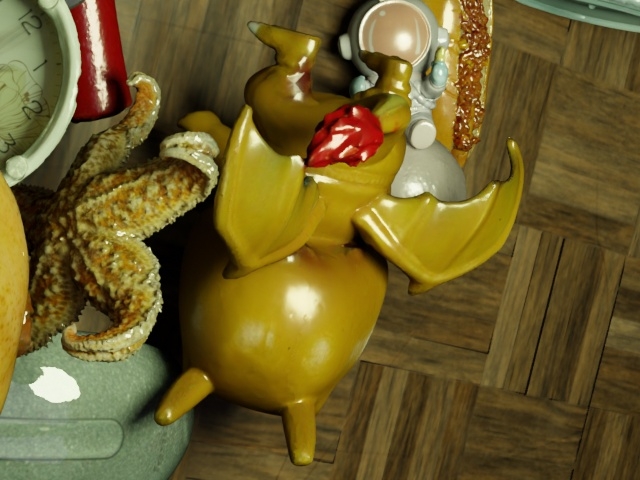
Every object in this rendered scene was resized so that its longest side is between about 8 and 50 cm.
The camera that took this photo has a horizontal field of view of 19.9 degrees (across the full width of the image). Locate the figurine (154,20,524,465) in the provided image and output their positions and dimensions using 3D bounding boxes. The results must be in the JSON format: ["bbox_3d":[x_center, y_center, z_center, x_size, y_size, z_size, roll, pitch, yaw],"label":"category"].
[{"bbox_3d":[-0.030,-0.005,1.781,0.401,0.268,0.387,1,110,-54],"label":"figurine"}]

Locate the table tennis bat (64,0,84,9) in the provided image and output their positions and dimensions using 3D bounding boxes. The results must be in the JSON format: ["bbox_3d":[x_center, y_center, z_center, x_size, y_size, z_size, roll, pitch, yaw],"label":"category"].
[{"bbox_3d":[-0.314,-0.300,1.644,0.274,0.021,0.154,19,97,-22],"label":"table tennis bat"}]

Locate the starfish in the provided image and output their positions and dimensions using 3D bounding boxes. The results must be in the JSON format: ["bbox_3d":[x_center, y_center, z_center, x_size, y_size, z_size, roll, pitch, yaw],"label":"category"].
[{"bbox_3d":[-0.225,-0.024,1.648,0.113,0.303,0.312,40,69,-51],"label":"starfish"}]

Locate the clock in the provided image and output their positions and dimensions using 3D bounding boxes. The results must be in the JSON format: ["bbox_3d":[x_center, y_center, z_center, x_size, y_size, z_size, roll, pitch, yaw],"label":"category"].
[{"bbox_3d":[-0.323,-0.150,1.630,0.053,0.236,0.236,22,83,-80],"label":"clock"}]

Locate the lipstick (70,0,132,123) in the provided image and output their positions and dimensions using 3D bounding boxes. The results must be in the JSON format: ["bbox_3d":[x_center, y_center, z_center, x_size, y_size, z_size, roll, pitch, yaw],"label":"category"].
[{"bbox_3d":[-0.233,-0.235,1.736,0.080,0.080,0.241,-18,109,-35],"label":"lipstick"}]

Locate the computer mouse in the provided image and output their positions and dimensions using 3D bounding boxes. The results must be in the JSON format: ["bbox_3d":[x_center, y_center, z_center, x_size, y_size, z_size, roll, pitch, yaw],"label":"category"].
[{"bbox_3d":[-0.269,0.179,1.765,0.374,0.114,0.203,-1,100,-37],"label":"computer mouse"}]

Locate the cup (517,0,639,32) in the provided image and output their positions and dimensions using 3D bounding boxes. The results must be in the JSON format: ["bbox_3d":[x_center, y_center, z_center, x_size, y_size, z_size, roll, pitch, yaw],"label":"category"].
[{"bbox_3d":[0.329,-0.407,2.015,0.331,0.257,0.311,6,98,-68],"label":"cup"}]

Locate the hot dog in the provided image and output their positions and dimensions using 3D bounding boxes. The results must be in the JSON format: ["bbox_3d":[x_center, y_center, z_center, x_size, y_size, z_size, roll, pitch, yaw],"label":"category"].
[{"bbox_3d":[0.151,-0.202,2.049,0.102,0.076,0.249,-4,102,-34],"label":"hot dog"}]

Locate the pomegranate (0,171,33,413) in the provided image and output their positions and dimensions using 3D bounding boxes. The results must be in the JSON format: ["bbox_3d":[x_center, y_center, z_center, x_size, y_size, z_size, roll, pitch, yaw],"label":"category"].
[{"bbox_3d":[-0.411,0.044,1.453,0.416,0.416,0.416,-8,104,-37],"label":"pomegranate"}]

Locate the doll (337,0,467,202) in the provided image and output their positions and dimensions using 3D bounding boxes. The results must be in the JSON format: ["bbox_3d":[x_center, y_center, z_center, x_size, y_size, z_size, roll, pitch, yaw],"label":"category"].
[{"bbox_3d":[0.084,-0.134,1.978,0.151,0.151,0.287,-7,96,-37],"label":"doll"}]
